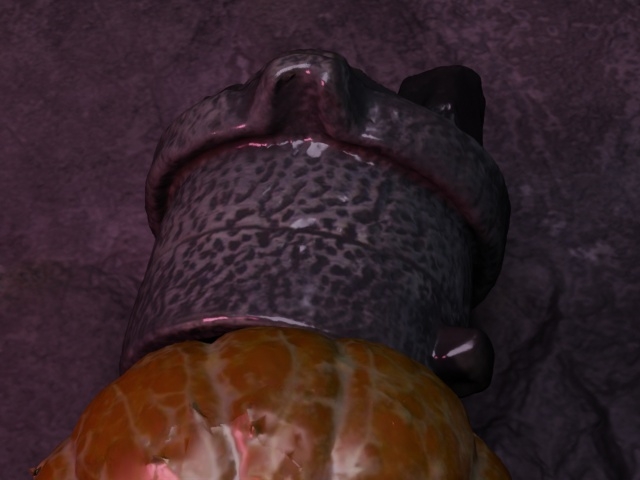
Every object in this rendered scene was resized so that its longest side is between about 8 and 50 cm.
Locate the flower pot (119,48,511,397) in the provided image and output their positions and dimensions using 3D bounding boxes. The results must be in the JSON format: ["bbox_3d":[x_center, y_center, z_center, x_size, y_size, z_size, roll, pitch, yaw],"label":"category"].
[{"bbox_3d":[0.000,0.000,1.374,0.299,0.299,0.283,7,54,9],"label":"flower pot"}]

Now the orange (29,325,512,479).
[{"bbox_3d":[-0.031,0.207,1.176,0.329,0.329,0.249,-11,15,-7],"label":"orange"}]
